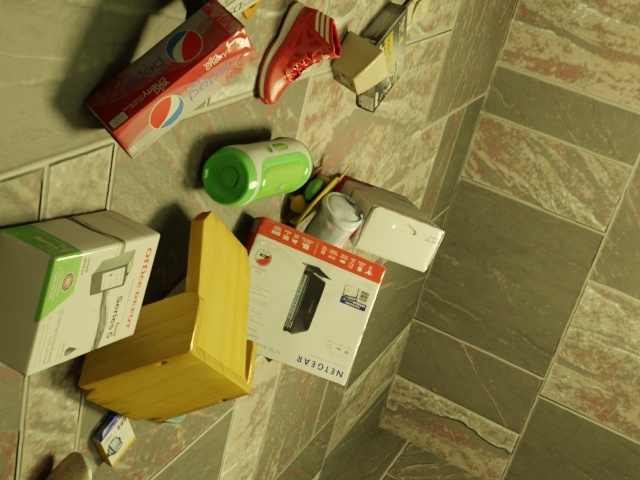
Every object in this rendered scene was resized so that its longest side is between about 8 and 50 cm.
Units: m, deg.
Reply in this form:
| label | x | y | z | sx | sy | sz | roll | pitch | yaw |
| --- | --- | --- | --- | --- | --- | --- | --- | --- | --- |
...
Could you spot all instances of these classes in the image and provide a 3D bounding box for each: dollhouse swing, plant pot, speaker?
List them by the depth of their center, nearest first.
| label | x | y | z | sx | sy | sz | roll | pitch | yaw |
| --- | --- | --- | --- | --- | --- | --- | --- | --- | --- |
| dollhouse swing | -0.301 | 0.156 | 1.776 | 0.347 | 0.315 | 0.305 | 55 | 18 | -64 |
| speaker | -0.126 | -0.147 | 1.843 | 0.296 | 0.131 | 0.131 | -24 | 135 | -63 |
| plant pot | 0.089 | -0.422 | 2.134 | 0.096 | 0.109 | 0.109 | -49 | 158 | -11 |

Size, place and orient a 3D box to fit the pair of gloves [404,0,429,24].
| label | x | y | z | sx | sy | sz | roll | pitch | yaw |
| --- | --- | --- | --- | --- | --- | --- | --- | --- | --- |
| pair of gloves | 0.269 | -0.689 | 2.383 | 0.204 | 0.042 | 0.240 | -49 | 156 | -41 |

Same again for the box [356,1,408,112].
| label | x | y | z | sx | sy | sz | roll | pitch | yaw |
| --- | --- | --- | --- | --- | --- | --- | --- | --- | --- |
| box | 0.162 | -0.481 | 2.320 | 0.183 | 0.056 | 0.231 | -53 | 158 | -31 |

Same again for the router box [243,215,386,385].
| label | x | y | z | sx | sy | sz | roll | pitch | yaw |
| --- | --- | --- | --- | --- | --- | --- | --- | --- | --- |
| router box | -0.049 | 0.144 | 2.061 | 0.082 | 0.335 | 0.301 | -4 | -115 | 69 |

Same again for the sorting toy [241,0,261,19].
| label | x | y | z | sx | sy | sz | roll | pitch | yaw |
| --- | --- | --- | --- | --- | --- | --- | --- | --- | --- |
| sorting toy | -0.167 | -0.486 | 1.447 | 0.196 | 0.047 | 0.347 | -55 | 160 | -19 |

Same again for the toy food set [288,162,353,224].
| label | x | y | z | sx | sy | sz | roll | pitch | yaw |
| --- | --- | --- | --- | --- | --- | --- | --- | --- | --- |
| toy food set | -0.021 | -0.129 | 2.256 | 0.218 | 0.071 | 0.128 | -48 | 178 | -38 |

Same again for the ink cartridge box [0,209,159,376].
| label | x | y | z | sx | sy | sz | roll | pitch | yaw |
| --- | --- | --- | --- | --- | --- | --- | --- | --- | --- |
| ink cartridge box | -0.394 | 0.073 | 1.397 | 0.273 | 0.115 | 0.198 | -19 | 131 | -65 |

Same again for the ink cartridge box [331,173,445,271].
| label | x | y | z | sx | sy | sz | roll | pitch | yaw |
| --- | --- | --- | --- | --- | --- | --- | --- | --- | --- |
| ink cartridge box | 0.166 | -0.053 | 2.376 | 0.131 | 0.226 | 0.306 | -66 | -160 | 14 |

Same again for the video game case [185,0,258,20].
| label | x | y | z | sx | sy | sz | roll | pitch | yaw |
| --- | --- | --- | --- | --- | --- | --- | --- | --- | --- |
| video game case | -0.113 | -0.482 | 1.402 | 0.248 | 0.035 | 0.275 | -45 | 164 | -39 |

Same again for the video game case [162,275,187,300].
| label | x | y | z | sx | sy | sz | roll | pitch | yaw |
| --- | --- | --- | --- | --- | --- | --- | --- | --- | --- |
| video game case | -0.280 | 0.145 | 1.935 | 0.212 | 0.023 | 0.193 | -48 | 154 | -41 |

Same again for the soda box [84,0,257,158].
| label | x | y | z | sx | sy | sz | roll | pitch | yaw |
| --- | --- | --- | --- | --- | --- | --- | --- | --- | --- |
| soda box | -0.229 | -0.252 | 1.373 | 0.263 | 0.083 | 0.092 | -41 | 156 | -8 |

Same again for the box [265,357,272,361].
| label | x | y | z | sx | sy | sz | roll | pitch | yaw |
| --- | --- | --- | --- | --- | --- | --- | --- | --- | --- |
| box | -0.058 | 0.196 | 2.253 | 0.257 | 0.122 | 0.128 | -30 | -173 | 38 |

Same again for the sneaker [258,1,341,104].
| label | x | y | z | sx | sy | sz | roll | pitch | yaw |
| --- | --- | --- | --- | --- | --- | --- | --- | --- | --- |
| sneaker | -0.038 | -0.370 | 1.804 | 0.221 | 0.128 | 0.087 | -69 | 161 | 8 |

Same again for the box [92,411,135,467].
| label | x | y | z | sx | sy | sz | roll | pitch | yaw |
| --- | --- | --- | --- | --- | --- | --- | --- | --- | --- |
| box | -0.433 | 0.410 | 1.840 | 0.081 | 0.028 | 0.136 | -53 | 155 | -33 |

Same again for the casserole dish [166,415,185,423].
| label | x | y | z | sx | sy | sz | roll | pitch | yaw |
| --- | --- | --- | --- | --- | --- | --- | --- | --- | --- |
| casserole dish | -0.340 | 0.371 | 2.030 | 0.114 | 0.037 | 0.188 | -62 | 162 | -10 |

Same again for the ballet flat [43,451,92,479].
| label | x | y | z | sx | sy | sz | roll | pitch | yaw |
| --- | --- | --- | --- | --- | --- | --- | --- | --- | --- |
| ballet flat | -0.523 | 0.548 | 1.656 | 0.106 | 0.108 | 0.316 | 6 | 107 | -56 |

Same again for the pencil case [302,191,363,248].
| label | x | y | z | sx | sy | sz | roll | pitch | yaw |
| --- | --- | --- | --- | --- | --- | --- | --- | --- | --- |
| pencil case | 0.000 | 0.000 | 2.269 | 0.273 | 0.113 | 0.124 | -55 | -167 | 33 |
